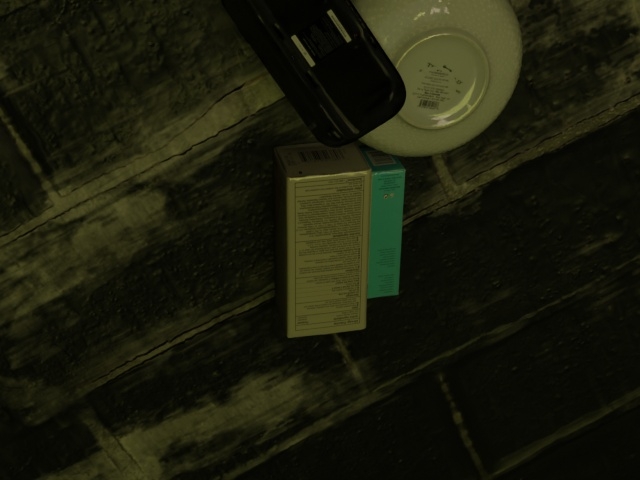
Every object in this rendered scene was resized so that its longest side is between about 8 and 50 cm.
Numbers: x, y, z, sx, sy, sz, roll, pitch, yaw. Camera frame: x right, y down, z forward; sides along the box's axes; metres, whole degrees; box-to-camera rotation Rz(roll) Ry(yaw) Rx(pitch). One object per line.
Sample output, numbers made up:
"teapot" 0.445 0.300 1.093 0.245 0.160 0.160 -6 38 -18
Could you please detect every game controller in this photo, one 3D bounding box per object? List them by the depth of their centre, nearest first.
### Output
"game controller" -0.011 -0.295 1.707 0.166 0.067 0.319 -32 101 18

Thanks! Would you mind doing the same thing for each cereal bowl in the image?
"cereal bowl" 0.168 -0.276 1.793 0.339 0.141 0.339 -7 120 -12

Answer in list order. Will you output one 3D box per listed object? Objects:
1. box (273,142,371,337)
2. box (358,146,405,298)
"box" 0.000 0.000 1.917 0.148 0.121 0.311 -5 121 -13
"box" 0.097 -0.031 1.938 0.060 0.100 0.244 -7 121 -12
